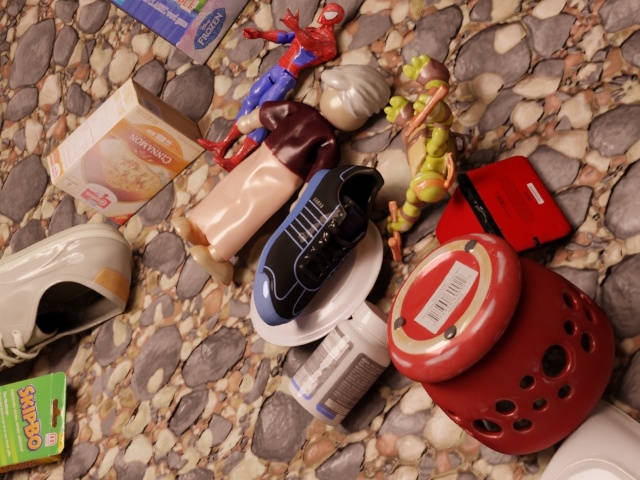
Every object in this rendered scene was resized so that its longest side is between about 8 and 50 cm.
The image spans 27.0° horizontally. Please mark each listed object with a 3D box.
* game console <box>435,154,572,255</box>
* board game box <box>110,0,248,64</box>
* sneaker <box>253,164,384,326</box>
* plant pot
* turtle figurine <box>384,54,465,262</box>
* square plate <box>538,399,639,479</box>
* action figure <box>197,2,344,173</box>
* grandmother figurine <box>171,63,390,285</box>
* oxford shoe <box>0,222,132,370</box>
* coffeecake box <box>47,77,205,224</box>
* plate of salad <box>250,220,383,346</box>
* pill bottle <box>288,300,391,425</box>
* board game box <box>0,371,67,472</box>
[{"bbox_3d":[0.208,-0.011,1.536,0.124,0.085,0.144,-19,46,-6],"label":"game console"},{"bbox_3d":[-0.192,-0.475,2.167,0.318,0.066,0.318,-55,41,2],"label":"board game box"},{"bbox_3d":[0.000,0.000,1.610,0.090,0.081,0.232,-7,49,47],"label":"sneaker"},{"bbox_3d":[0.174,0.097,1.360,0.191,0.174,0.191,-36,32,28],"label":"plant pot"},{"bbox_3d":[0.130,-0.122,1.585,0.217,0.087,0.270,-91,6,-46],"label":"turtle figurine"},{"bbox_3d":[0.267,0.357,1.221,0.347,0.049,0.344,-56,41,0],"label":"square plate"},{"bbox_3d":[-0.082,-0.239,1.869,0.280,0.139,0.091,-48,43,6],"label":"action figure"},{"bbox_3d":[-0.047,-0.108,1.783,0.342,0.104,0.208,-43,62,10],"label":"grandmother figurine"},{"bbox_3d":[-0.470,0.125,1.956,0.449,0.169,0.130,-26,55,12],"label":"oxford shoe"},{"bbox_3d":[-0.289,-0.129,1.983,0.185,0.142,0.068,-40,43,18],"label":"coffeecake box"},{"bbox_3d":[-0.002,0.052,1.670,0.199,0.048,0.200,-24,42,23],"label":"plate of salad"},{"bbox_3d":[0.033,0.142,1.557,0.137,0.078,0.078,-50,42,7],"label":"pill bottle"},{"bbox_3d":[-0.468,0.276,1.944,0.259,0.039,0.124,-16,62,27],"label":"board game box"}]
